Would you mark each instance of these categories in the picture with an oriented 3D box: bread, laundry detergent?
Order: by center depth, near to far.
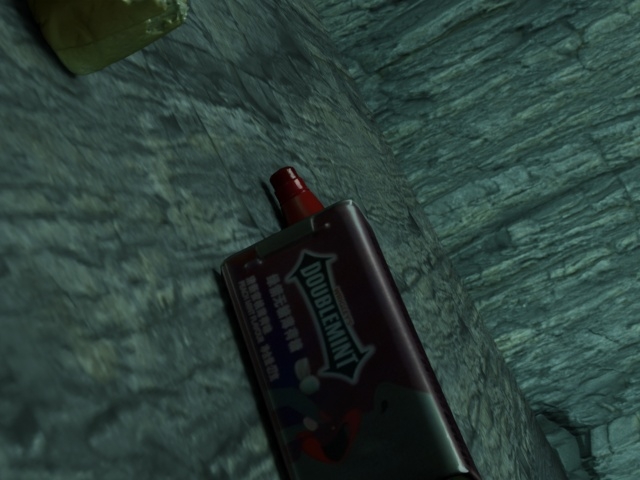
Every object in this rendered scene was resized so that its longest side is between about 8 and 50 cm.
[{"bbox_3d":[-0.145,-0.180,0.693,0.082,0.106,0.125,57,13,-54],"label":"bread"},{"bbox_3d":[0.000,0.000,1.064,0.165,0.049,0.097,61,4,5],"label":"laundry detergent"}]

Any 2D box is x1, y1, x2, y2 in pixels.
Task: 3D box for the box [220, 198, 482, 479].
[{"bbox_3d":[0.016,0.091,0.727,0.069,0.120,0.224,52,13,-57],"label":"box"}]
